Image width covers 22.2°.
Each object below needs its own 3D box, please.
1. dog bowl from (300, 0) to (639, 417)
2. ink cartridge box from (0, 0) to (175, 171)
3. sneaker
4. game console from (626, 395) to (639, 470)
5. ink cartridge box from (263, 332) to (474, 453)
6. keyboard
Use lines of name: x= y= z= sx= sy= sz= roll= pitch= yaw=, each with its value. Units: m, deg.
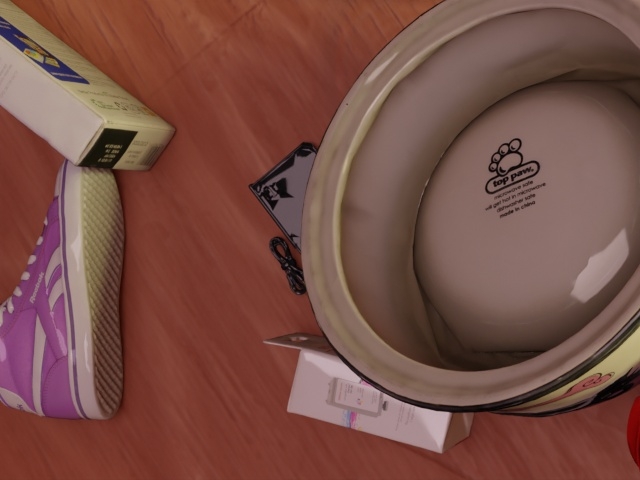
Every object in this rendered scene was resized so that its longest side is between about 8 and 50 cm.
dog bowl: x=0.186 y=-0.027 z=1.451 sx=0.408 sy=0.150 sz=0.408 roll=-18 pitch=60 yaw=33
ink cartridge box: x=-0.330 y=-0.202 z=1.668 sx=0.371 sy=0.176 sz=0.069 roll=40 pitch=102 yaw=13
sneaker: x=-0.293 y=0.045 z=1.701 sx=0.161 sy=0.102 sz=0.282 roll=2 pitch=91 yaw=20
game console: x=0.479 y=0.131 z=1.379 sx=0.386 sy=0.060 sz=0.342 roll=30 pitch=102 yaw=-21
ink cartridge box: x=0.045 y=0.144 z=1.586 sx=0.198 sy=0.115 sz=0.067 roll=14 pitch=95 yaw=18
keyboard: x=0.000 y=0.000 z=1.649 sx=0.108 sy=0.023 sz=0.180 roll=-39 pitch=79 yaw=7
